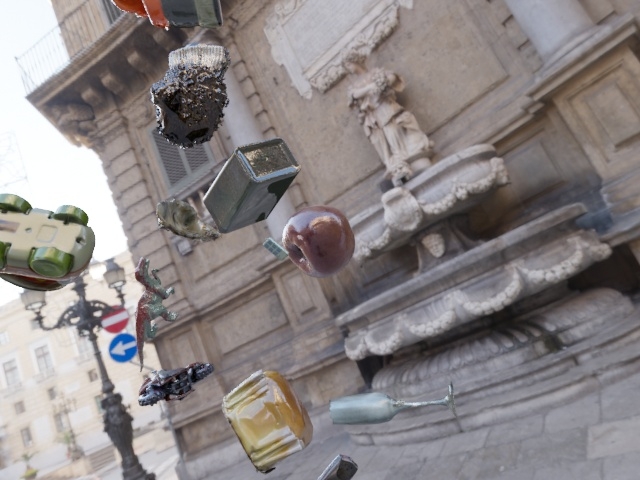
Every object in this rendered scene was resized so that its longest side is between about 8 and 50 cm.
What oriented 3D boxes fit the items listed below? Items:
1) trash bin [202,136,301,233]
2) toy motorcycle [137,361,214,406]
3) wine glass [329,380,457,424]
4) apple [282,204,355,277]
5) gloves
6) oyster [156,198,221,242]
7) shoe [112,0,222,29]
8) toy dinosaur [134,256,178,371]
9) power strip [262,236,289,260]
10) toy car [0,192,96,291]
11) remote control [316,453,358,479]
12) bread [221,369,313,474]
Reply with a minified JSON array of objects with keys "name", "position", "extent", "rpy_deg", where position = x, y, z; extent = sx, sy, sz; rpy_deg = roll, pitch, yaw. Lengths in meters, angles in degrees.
[{"name":"trash bin","position":[-0.177,-0.138,1.070],"extent":[0.164,0.122,0.240],"rpy_deg":[-25,-10,-37]},{"name":"toy motorcycle","position":[-0.395,0.380,1.137],"extent":[0.212,0.084,0.118],"rpy_deg":[-18,4,-44]},{"name":"wine glass","position":[0.139,0.336,0.855],"extent":[0.262,0.074,0.074],"rpy_deg":[-13,-10,16]},{"name":"apple","position":[0.000,0.000,1.596],"extent":[0.235,0.306,0.306],"rpy_deg":[-38,-7,-23]},{"name":"gloves","position":[-0.360,-0.409,1.177],"extent":[0.210,0.313,0.135],"rpy_deg":[5,-16,-22]},{"name":"oyster","position":[-0.453,-0.044,1.492],"extent":[0.111,0.204,0.396],"rpy_deg":[-52,1,0]},{"name":"shoe","position":[-0.300,-0.469,0.760],"extent":[0.170,0.337,0.132],"rpy_deg":[-21,-37,-15]},{"name":"toy dinosaur","position":[-0.414,0.181,1.003],"extent":[0.053,0.242,0.167],"rpy_deg":[6,-24,23]},{"name":"power strip","position":[-0.143,0.027,1.350],"extent":[0.040,0.090,0.016],"rpy_deg":[-40,15,35]},{"name":"toy car","position":[-0.594,0.033,0.886],"extent":[0.234,0.145,0.235],"rpy_deg":[0,-38,0]},{"name":"remote control","position":[-0.003,0.543,0.889],"extent":[0.212,0.059,0.028],"rpy_deg":[-52,15,1]},{"name":"bread","position":[-0.079,0.304,0.719],"extent":[0.107,0.136,0.241],"rpy_deg":[-31,-22,-11]}]
